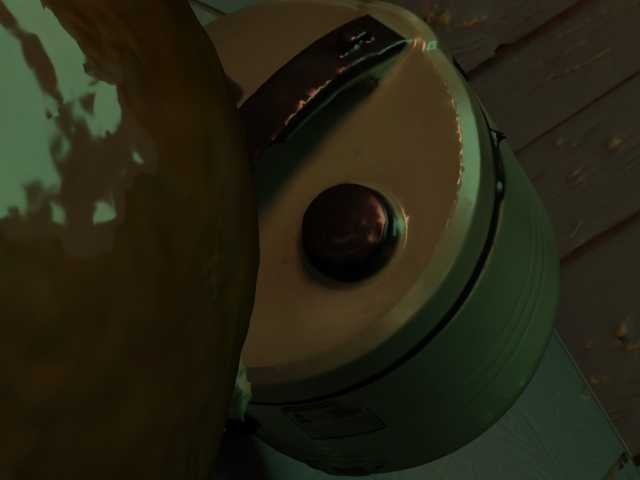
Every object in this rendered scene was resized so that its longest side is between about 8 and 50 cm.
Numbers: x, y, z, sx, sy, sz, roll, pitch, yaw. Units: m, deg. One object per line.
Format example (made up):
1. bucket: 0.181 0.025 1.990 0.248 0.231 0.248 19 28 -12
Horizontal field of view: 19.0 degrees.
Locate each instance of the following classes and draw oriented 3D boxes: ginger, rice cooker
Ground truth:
1. ginger: -0.112 0.019 0.410 0.269 0.223 0.200 58 19 21
2. rice cooker: 0.000 0.000 0.994 0.226 0.226 0.244 63 7 26

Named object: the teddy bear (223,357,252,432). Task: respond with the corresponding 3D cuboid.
1. teddy bear: -0.126 0.067 0.605 0.133 0.111 0.213 51 39 -2
